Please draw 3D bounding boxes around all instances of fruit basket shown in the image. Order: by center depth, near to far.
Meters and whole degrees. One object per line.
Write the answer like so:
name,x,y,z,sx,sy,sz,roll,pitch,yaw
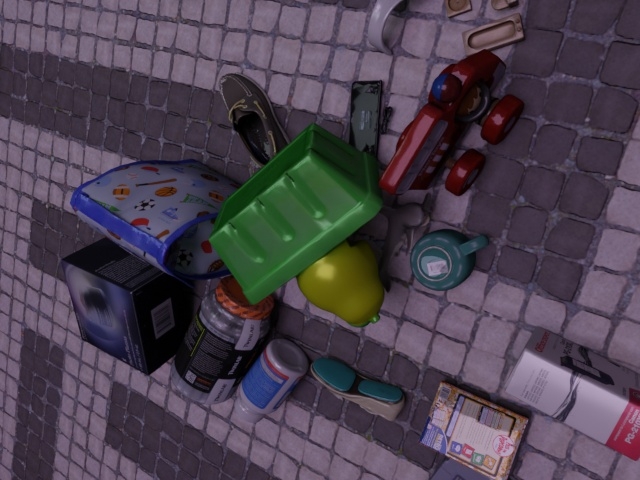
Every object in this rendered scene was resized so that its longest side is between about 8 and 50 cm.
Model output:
fruit basket,0.000,0.000,1.117,0.392,0.283,0.392,1,123,1

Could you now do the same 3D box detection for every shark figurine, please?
shark figurine,0.153,-0.021,1.172,0.116,0.166,0.278,23,137,-2

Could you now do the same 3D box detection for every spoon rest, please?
spoon rest,0.181,-0.535,1.104,0.137,0.084,0.276,39,114,25

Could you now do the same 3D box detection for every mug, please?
mug,0.264,0.032,1.125,0.129,0.097,0.158,34,112,21

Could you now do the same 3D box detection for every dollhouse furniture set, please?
dollhouse furniture set,0.304,-0.455,1.024,0.144,0.123,0.151,-10,92,30

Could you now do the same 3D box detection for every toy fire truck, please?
toy fire truck,0.245,-0.221,1.013,0.169,0.254,0.302,39,113,19

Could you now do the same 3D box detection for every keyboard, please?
keyboard,0.117,-0.277,1.212,0.108,0.023,0.180,9,102,34

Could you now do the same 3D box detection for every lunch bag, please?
lunch bag,-0.359,-0.047,1.300,0.328,0.385,0.239,27,108,23

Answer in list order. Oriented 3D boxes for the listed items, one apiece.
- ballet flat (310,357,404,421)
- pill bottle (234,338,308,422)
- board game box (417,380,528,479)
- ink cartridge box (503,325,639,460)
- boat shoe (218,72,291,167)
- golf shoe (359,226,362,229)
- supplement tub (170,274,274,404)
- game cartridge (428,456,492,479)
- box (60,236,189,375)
ballet flat,0.085,0.370,1.287,0.248,0.086,0.086,19,105,25
pill bottle,-0.137,0.374,1.380,0.124,0.124,0.221,44,114,17
board game box,0.330,0.412,1.140,0.193,0.045,0.147,20,84,26
ink cartridge box,0.489,0.274,0.988,0.237,0.172,0.100,26,108,24
boat shoe,-0.175,-0.307,1.330,0.109,0.091,0.305,-38,78,27
golf shoe,0.050,-0.108,1.256,0.186,0.067,0.086,66,155,-2
supplement tub,-0.256,0.260,1.392,0.193,0.193,0.316,38,113,20
game cartridge,0.318,0.629,1.201,0.196,0.060,0.294,38,113,24
box,-0.557,0.183,1.515,0.294,0.183,0.296,18,124,28
